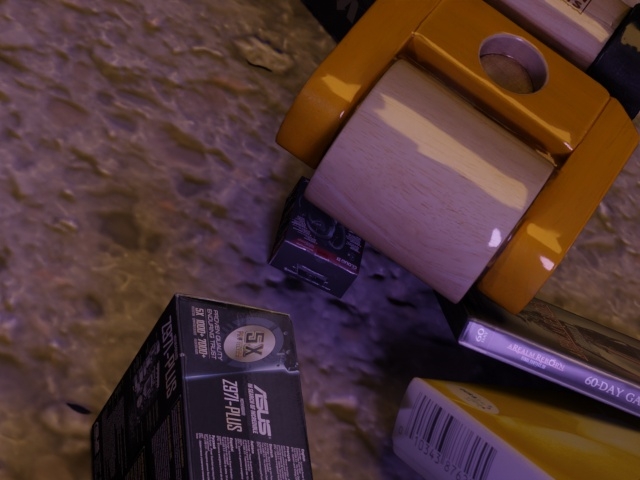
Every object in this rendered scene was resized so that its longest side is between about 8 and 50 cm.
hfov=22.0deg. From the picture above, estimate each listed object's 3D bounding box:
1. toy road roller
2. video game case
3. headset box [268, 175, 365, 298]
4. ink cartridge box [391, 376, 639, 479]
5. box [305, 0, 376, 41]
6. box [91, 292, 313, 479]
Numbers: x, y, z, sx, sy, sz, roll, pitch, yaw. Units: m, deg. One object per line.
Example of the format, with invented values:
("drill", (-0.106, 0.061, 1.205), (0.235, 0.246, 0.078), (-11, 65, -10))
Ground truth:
("toy road roller", (0.103, -0.069, 1.214), (0.202, 0.241, 0.329), (36, 50, 4))
("video game case", (0.216, 0.092, 1.190), (0.274, 0.026, 0.196), (23, 9, -6))
("headset box", (0.000, 0.000, 1.224), (0.062, 0.032, 0.083), (25, 43, -11))
("ink cartridge box", (0.252, 0.182, 1.067), (0.307, 0.072, 0.303), (5, 15, -33))
("box", (0.044, -0.270, 1.408), (0.093, 0.158, 0.156), (-22, 66, -43))
("box", (-0.071, 0.148, 0.953), (0.077, 0.147, 0.180), (12, 46, -23))
